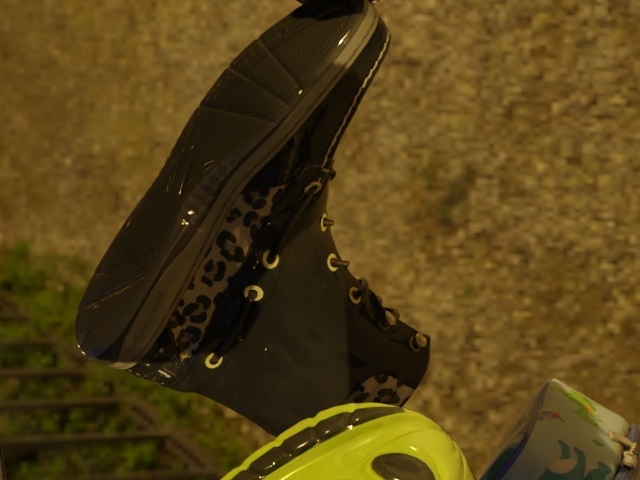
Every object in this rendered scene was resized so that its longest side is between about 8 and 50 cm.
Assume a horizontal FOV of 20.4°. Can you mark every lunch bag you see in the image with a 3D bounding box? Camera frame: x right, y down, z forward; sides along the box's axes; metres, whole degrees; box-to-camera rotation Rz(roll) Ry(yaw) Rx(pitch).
[{"bbox_3d":[0.114,0.197,1.082,0.090,0.176,0.219,31,104,7],"label":"lunch bag"}]

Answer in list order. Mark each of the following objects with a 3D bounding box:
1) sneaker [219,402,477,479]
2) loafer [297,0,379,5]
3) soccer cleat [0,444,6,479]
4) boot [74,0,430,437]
[{"bbox_3d":[-0.056,0.183,0.671,0.123,0.295,0.109,61,175,-28],"label":"sneaker"},{"bbox_3d":[-0.008,-0.198,0.932,0.078,0.080,0.220,37,163,45],"label":"loafer"},{"bbox_3d":[-0.209,0.019,0.753,0.116,0.108,0.318,-175,69,-72],"label":"soccer cleat"},{"bbox_3d":[-0.001,0.000,0.966,0.236,0.178,0.085,-54,31,3],"label":"boot"}]
